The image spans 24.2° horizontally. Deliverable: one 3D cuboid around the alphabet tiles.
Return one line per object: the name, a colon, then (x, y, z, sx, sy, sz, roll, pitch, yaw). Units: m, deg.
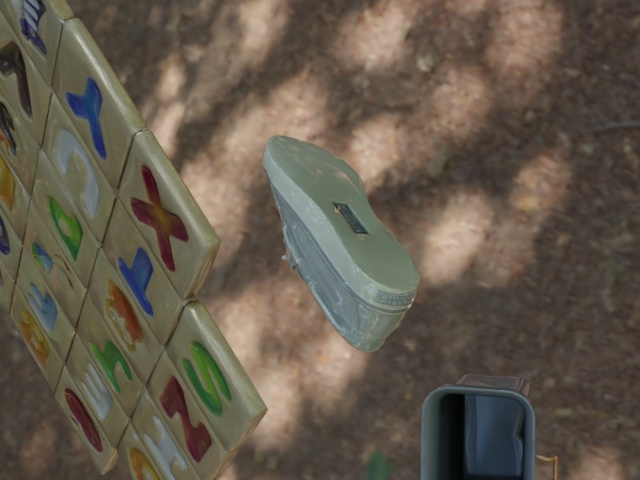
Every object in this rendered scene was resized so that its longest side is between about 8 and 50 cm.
alphabet tiles: (-0.129, 0.001, 0.748, 0.285, 0.011, 0.342, 57, 155, 12)

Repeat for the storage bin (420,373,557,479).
storage bin: (0.134, 0.165, 1.142, 0.098, 0.091, 0.135, 2, 103, 16)

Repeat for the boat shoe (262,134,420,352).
boat shoe: (0.001, 0.000, 1.166, 0.081, 0.079, 0.227, -65, 34, 27)
